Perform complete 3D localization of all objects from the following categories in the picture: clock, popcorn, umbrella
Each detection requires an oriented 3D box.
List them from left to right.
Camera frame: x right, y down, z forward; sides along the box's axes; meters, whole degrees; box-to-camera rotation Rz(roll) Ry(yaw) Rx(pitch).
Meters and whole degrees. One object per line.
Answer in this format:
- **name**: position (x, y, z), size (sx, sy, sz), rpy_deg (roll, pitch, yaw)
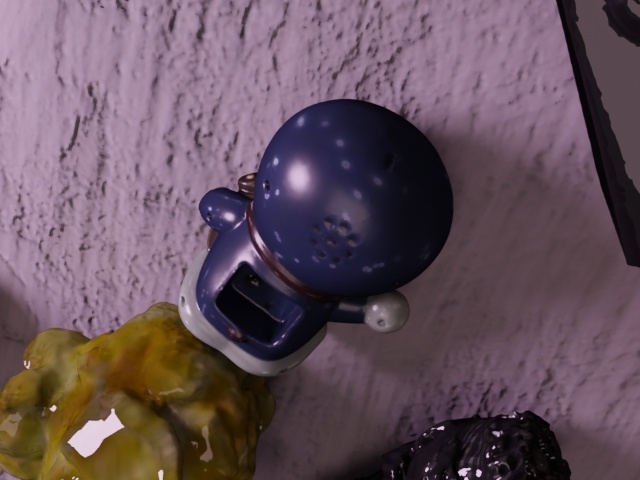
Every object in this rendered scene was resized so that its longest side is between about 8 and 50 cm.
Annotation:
- **popcorn**: position (-0.174, 0.182, 0.669), size (0.276, 0.277, 0.225), rpy_deg (-6, 149, 14)
- **clock**: position (0.000, 0.000, 0.589), size (0.199, 0.146, 0.243), rpy_deg (41, 123, -3)
- **umbrella**: position (0.071, 0.266, 0.688), size (0.336, 0.154, 0.128), rpy_deg (-29, 65, 21)

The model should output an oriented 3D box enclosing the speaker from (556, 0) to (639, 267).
- **speaker**: position (0.283, -0.137, 0.442), size (0.253, 0.184, 0.232), rpy_deg (-14, 110, 19)
